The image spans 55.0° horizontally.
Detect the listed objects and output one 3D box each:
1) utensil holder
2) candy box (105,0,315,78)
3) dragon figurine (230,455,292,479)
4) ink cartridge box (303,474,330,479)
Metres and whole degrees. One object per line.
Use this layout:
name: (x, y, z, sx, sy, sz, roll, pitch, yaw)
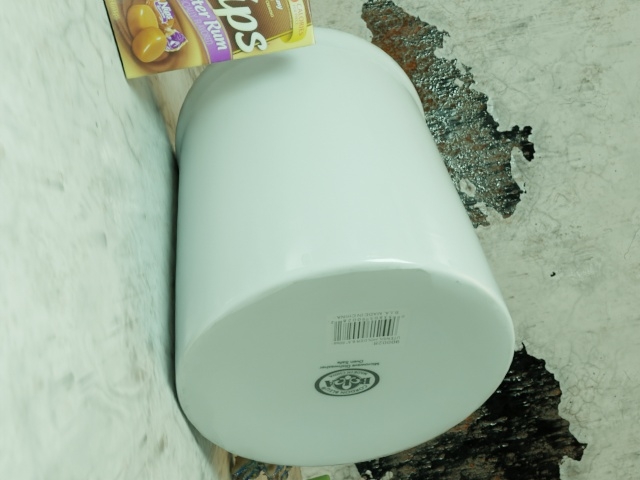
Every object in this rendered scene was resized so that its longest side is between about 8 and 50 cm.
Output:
utensil holder: (0.000, 0.000, 0.681, 0.385, 0.328, 0.327, -101, -178, -46)
candy box: (-0.105, -0.228, 0.587, 0.053, 0.187, 0.109, -109, -172, -65)
dragon figurine: (-0.076, 0.183, 0.814, 0.289, 0.085, 0.144, -87, 169, -57)
ink cartridge box: (-0.008, 0.447, 0.645, 0.353, 0.119, 0.207, -117, -164, -75)
